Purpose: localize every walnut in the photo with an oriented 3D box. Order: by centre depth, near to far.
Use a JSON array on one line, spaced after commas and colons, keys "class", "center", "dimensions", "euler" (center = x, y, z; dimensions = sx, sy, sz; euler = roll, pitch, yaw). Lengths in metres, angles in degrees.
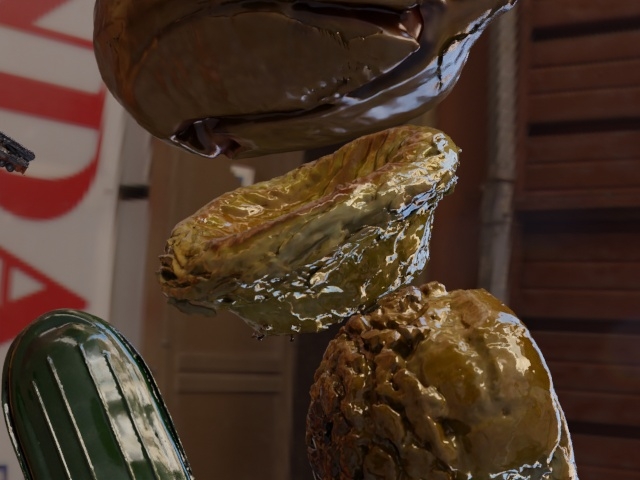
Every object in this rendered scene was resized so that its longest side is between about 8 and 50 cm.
[{"class": "walnut", "center": [-0.016, -0.107, 0.705], "dimensions": [0.245, 0.137, 0.137], "euler": [-9, -100, 33]}]

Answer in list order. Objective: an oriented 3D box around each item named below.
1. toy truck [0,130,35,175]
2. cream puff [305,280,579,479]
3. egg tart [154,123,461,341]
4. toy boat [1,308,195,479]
[{"class": "toy truck", "center": [-0.315, -0.093, 1.409], "dimensions": [0.032, 0.083, 0.024], "euler": [-55, -157, 6]}, {"class": "cream puff", "center": [0.107, 0.211, 1.479], "dimensions": [0.343, 0.231, 0.327], "euler": [115, -41, -69]}, {"class": "egg tart", "center": [0.000, 0.000, 1.233], "dimensions": [0.294, 0.295, 0.116], "euler": [-18, -77, 34]}, {"class": "toy boat", "center": [-0.147, 0.137, 0.968], "dimensions": [0.104, 0.052, 0.210], "euler": [-21, -112, -13]}]
